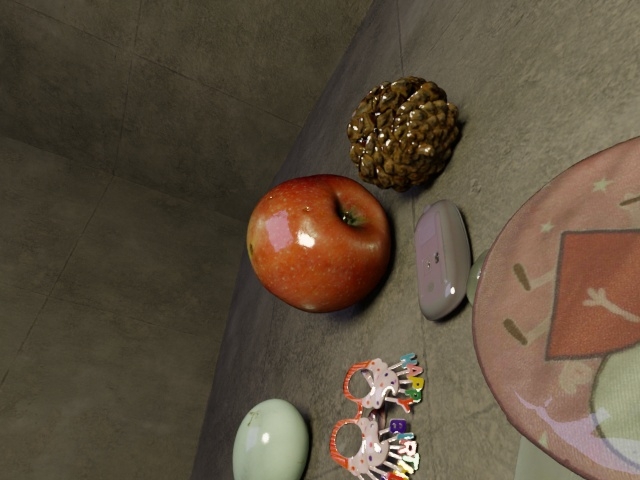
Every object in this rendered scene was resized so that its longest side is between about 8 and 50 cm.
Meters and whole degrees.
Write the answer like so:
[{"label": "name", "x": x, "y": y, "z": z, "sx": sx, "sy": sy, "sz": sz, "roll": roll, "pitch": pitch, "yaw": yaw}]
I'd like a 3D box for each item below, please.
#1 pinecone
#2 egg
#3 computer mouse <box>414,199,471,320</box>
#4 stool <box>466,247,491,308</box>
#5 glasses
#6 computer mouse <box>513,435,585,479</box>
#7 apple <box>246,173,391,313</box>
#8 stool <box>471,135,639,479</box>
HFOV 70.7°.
[{"label": "pinecone", "x": 0.169, "y": -0.225, "z": 0.980, "sx": 0.257, "sy": 0.243, "sz": 0.243, "roll": -163, "pitch": 93, "yaw": -77}, {"label": "egg", "x": -0.124, "y": 0.525, "z": 1.105, "sx": 0.183, "sy": 0.183, "sz": 0.264, "roll": 167, "pitch": 116, "yaw": -70}, {"label": "computer mouse", "x": 0.219, "y": 0.034, "z": 0.818, "sx": 0.120, "sy": 0.057, "sz": 0.232, "roll": 130, "pitch": 151, "yaw": -48}, {"label": "stool", "x": 0.254, "y": 0.063, "z": 0.585, "sx": 0.096, "sy": 0.110, "sz": 0.096, "roll": -162, "pitch": 90, "yaw": -72}, {"label": "glasses", "x": 0.116, "y": 0.328, "z": 0.808, "sx": 0.162, "sy": 0.095, "sz": 0.255, "roll": -9, "pitch": 57, "yaw": 39}, {"label": "computer mouse", "x": 0.250, "y": 0.266, "z": 0.409, "sx": 0.197, "sy": 0.095, "sz": 0.330, "roll": -23, "pitch": 49, "yaw": 62}, {"label": "apple", "x": 0.000, "y": 0.000, "z": 1.066, "sx": 0.277, "sy": 0.348, "sz": 0.348, "roll": -45, "pitch": 29, "yaw": 43}, {"label": "stool", "x": 0.270, "y": 0.066, "z": 0.325, "sx": 0.272, "sy": 0.178, "sz": 0.272, "roll": -36, "pitch": 31, "yaw": 26}]
